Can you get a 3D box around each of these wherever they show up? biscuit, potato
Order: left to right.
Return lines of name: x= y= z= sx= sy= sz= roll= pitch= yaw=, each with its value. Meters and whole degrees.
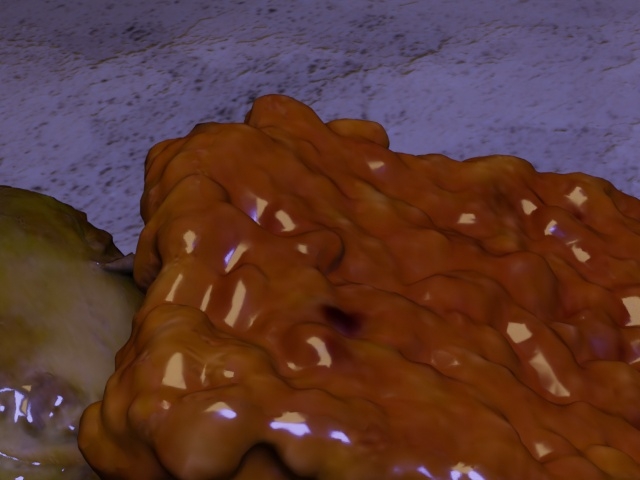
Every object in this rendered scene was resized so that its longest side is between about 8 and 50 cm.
potato: x=-0.214 y=0.087 z=0.737 sx=0.300 sy=0.196 sz=0.246 roll=-22 pitch=36 yaw=-15
biscuit: x=0.054 y=0.057 z=0.703 sx=0.318 sy=0.110 sz=0.312 roll=15 pitch=33 yaw=-11
